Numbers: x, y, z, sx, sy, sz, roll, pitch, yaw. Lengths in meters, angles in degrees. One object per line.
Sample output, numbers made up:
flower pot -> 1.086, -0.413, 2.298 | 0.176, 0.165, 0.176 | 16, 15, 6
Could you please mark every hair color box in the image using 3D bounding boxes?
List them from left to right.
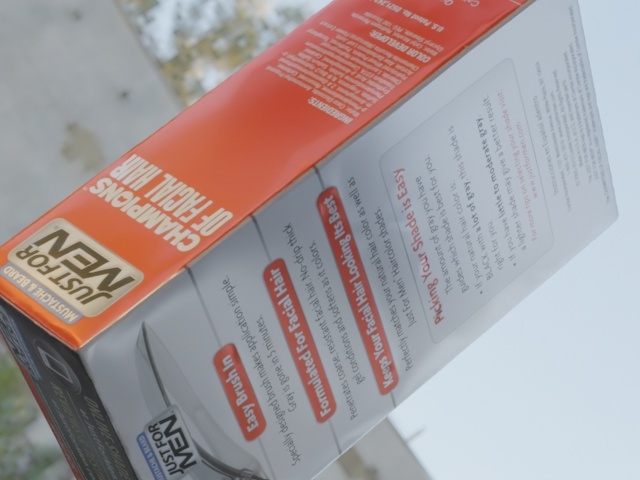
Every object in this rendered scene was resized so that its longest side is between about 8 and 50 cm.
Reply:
hair color box -> 0.000, 0.000, 0.500 | 0.053, 0.167, 0.093 | 30, -30, 41
